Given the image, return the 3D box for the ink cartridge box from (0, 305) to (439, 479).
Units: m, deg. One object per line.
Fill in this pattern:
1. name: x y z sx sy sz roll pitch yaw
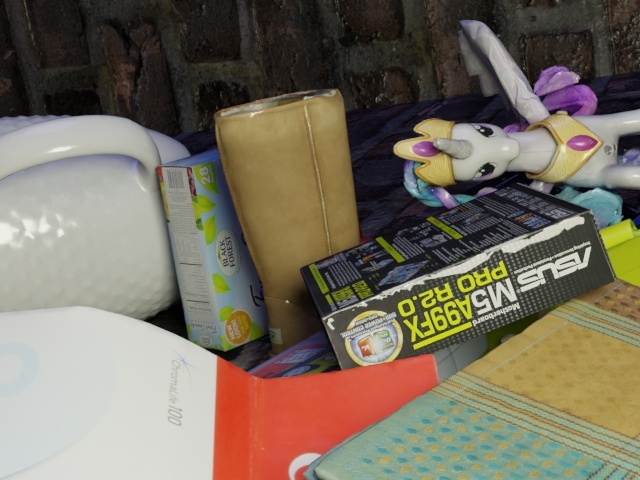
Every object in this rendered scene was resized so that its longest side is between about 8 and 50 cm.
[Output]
1. ink cartridge box: -0.107 0.157 0.912 0.385 0.091 0.308 -7 34 2

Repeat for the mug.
1. mug: -0.299 -0.031 1.653 0.328 0.276 0.374 -9 -23 -17

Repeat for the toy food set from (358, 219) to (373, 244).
1. toy food set: 0.000 0.000 1.787 0.111 0.104 0.232 -13 12 -15

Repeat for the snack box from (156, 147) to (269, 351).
1. snack box: -0.079 -0.002 1.616 0.174 0.207 0.070 -19 15 -41

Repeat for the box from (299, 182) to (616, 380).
1. box: 0.099 0.027 1.191 0.216 0.060 0.270 -22 8 -2

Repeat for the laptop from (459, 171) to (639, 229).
1. laptop: 0.331 -0.073 1.747 0.264 0.136 0.234 27 27 22

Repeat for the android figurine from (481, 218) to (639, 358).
1. android figurine: 0.227 0.065 1.235 0.273 0.056 0.248 -23 20 20

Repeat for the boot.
1. boot: 0.029 -0.019 1.453 0.236 0.269 0.089 -17 14 -27

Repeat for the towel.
1. towel: 0.207 0.134 0.940 0.271 0.040 0.370 23 31 33

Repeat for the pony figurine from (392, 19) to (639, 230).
1. pony figurine: 0.246 -0.095 1.507 0.363 0.302 0.351 -3 1 -1

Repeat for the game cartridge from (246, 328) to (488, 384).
1. game cartridge: -0.010 0.131 1.183 0.294 0.060 0.196 -28 14 -37
